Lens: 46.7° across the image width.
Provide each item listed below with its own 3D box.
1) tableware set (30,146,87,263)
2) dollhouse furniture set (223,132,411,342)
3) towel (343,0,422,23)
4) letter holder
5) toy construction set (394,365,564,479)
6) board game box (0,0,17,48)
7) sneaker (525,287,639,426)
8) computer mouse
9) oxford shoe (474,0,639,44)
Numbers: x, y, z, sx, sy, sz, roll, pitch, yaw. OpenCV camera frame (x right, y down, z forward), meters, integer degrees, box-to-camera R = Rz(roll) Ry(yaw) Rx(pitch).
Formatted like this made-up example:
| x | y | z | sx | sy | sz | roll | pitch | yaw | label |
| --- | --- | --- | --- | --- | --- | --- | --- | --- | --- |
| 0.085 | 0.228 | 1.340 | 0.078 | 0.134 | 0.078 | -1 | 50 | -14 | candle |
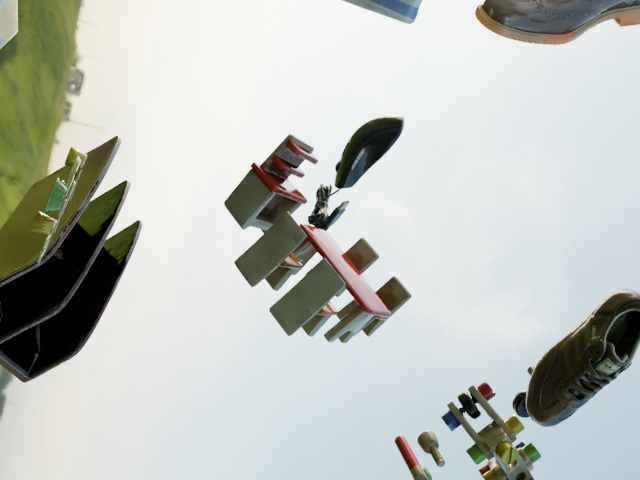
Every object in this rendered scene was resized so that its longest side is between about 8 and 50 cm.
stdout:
| x | y | z | sx | sy | sz | roll | pitch | yaw | label |
| --- | --- | --- | --- | --- | --- | --- | --- | --- | --- |
| -0.282 | -0.053 | 0.798 | 0.104 | 0.024 | 0.154 | -60 | -163 | 26 | tableware set |
| 0.000 | 0.000 | 0.974 | 0.135 | 0.262 | 0.259 | -44 | -112 | 13 | dollhouse furniture set |
| 0.073 | -0.445 | 0.958 | 0.034 | 0.209 | 0.285 | -31 | 143 | -57 | towel |
| -0.347 | 0.013 | 1.055 | 0.214 | 0.152 | 0.302 | -26 | -150 | 24 | letter holder |
| 0.324 | 0.431 | 1.401 | 0.237 | 0.308 | 0.258 | -120 | -159 | -61 | toy construction set |
| -0.487 | -0.388 | 0.904 | 0.064 | 0.242 | 0.316 | -54 | -170 | -23 | board game box |
| 0.299 | 0.134 | 0.824 | 0.188 | 0.066 | 0.071 | -56 | -175 | 6 | sneaker |
| 0.053 | -0.132 | 1.394 | 0.262 | 0.060 | 0.184 | -44 | -161 | 31 | computer mouse |
| 0.403 | -0.401 | 1.146 | 0.130 | 0.363 | 0.133 | 59 | -23 | 33 | oxford shoe |
